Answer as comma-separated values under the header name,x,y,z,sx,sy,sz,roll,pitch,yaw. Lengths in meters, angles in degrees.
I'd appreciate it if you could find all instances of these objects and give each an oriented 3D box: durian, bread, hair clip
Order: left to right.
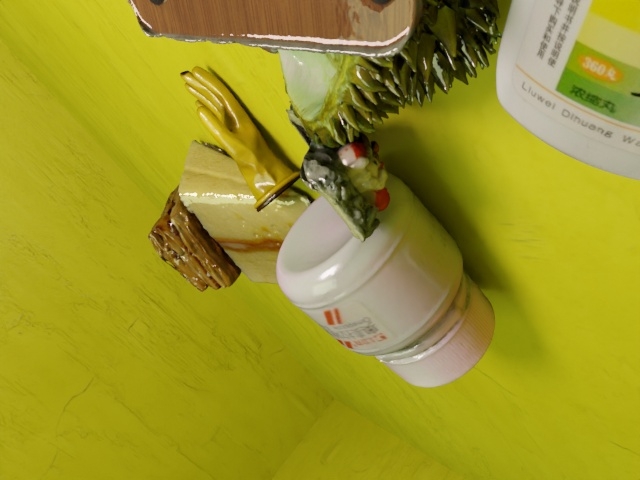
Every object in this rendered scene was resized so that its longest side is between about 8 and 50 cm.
name,x,y,z,sx,sy,sz,roll,pitch,yaw
bread,-0.323,-0.022,1.347,0.277,0.167,0.324,57,-167,-27
bread,-0.094,-0.063,1.225,0.405,0.242,0.345,-4,136,17
hair clip,0.028,-0.118,0.681,0.138,0.091,0.321,48,-168,-28
durian,0.046,-0.209,0.474,0.198,0.163,0.394,66,170,-8

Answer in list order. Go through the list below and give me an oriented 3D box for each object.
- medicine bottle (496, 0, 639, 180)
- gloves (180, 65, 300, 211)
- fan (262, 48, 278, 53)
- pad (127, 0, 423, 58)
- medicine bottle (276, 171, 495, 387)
name,x,y,z,sx,sy,sz,roll,pitch,yaw
medicine bottle,0.214,-0.180,0.270,0.179,0.124,0.324,36,158,21
gloves,-0.171,-0.205,0.984,0.294,0.116,0.133,51,152,-5
fan,-0.064,-0.302,0.702,0.227,0.008,0.152,40,160,10
pad,-0.064,-0.274,0.331,0.284,0.018,0.286,17,130,29
medicine bottle,0.109,0.068,0.794,0.302,0.241,0.241,43,161,-25
